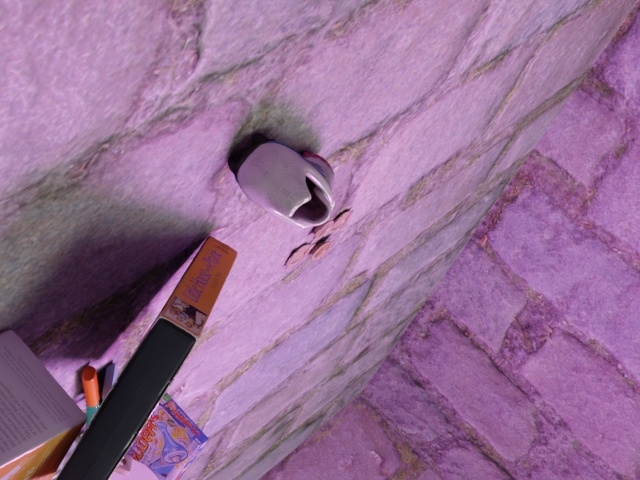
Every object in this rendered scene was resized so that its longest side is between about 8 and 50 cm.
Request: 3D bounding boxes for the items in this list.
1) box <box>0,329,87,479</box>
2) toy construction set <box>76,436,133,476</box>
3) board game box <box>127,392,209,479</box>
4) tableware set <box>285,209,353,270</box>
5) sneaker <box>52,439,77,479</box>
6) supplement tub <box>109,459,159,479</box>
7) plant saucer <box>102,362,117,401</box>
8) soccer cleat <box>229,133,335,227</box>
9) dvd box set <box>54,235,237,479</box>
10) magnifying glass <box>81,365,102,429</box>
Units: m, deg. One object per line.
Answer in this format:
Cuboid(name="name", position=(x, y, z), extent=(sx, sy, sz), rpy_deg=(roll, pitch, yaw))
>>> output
Cuboid(name="box", position=(-0.492, 0.286, 1.216), extent=(0.345, 0.168, 0.215), rpy_deg=(-26, 156, -51))
Cuboid(name="toy construction set", position=(-0.409, 0.497, 1.808), extent=(0.237, 0.309, 0.257), rpy_deg=(-55, 171, 19))
Cuboid(name="board game box", position=(-0.331, 0.434, 2.113), extent=(0.035, 0.136, 0.201), rpy_deg=(-25, 154, -54))
Cuboid(name="tableware set", position=(0.000, 0.000, 2.058), extent=(0.141, 0.020, 0.169), rpy_deg=(-53, 163, 28))
Cuboid(name="sneaker", position=(-0.456, 0.394, 1.642), extent=(0.094, 0.151, 0.256), rpy_deg=(-48, 164, 18))
Cuboid(name="supplement tub", position=(-0.456, 0.598, 2.111), extent=(0.191, 0.191, 0.272), rpy_deg=(-26, 157, -50))
Cuboid(name="plant saucer", position=(-0.368, 0.279, 1.763), extent=(0.192, 0.018, 0.067), rpy_deg=(109, -14, -60))
Cuboid(name="soccer cleat", position=(-0.031, -0.068, 1.548), extent=(0.116, 0.143, 0.331), rpy_deg=(-47, 165, 10))
Cuboid(name="dvd box set", position=(-0.242, 0.176, 1.432), extent=(0.307, 0.062, 0.420), rpy_deg=(-57, -174, 13))
Cuboid(name="magnifying glass", position=(-0.387, 0.283, 1.709), extent=(0.231, 0.026, 0.092), rpy_deg=(103, -7, -52))
